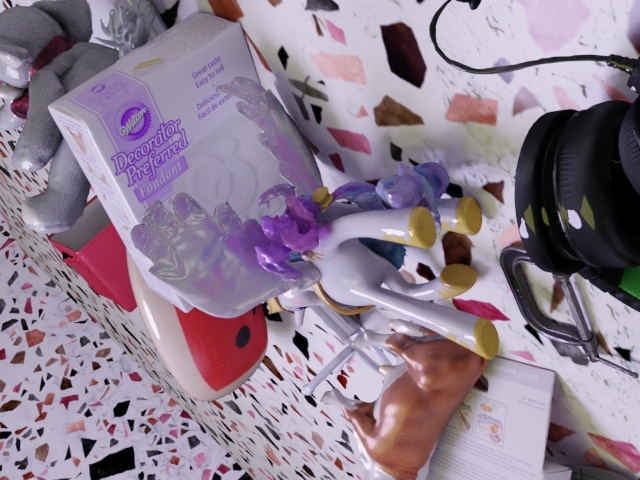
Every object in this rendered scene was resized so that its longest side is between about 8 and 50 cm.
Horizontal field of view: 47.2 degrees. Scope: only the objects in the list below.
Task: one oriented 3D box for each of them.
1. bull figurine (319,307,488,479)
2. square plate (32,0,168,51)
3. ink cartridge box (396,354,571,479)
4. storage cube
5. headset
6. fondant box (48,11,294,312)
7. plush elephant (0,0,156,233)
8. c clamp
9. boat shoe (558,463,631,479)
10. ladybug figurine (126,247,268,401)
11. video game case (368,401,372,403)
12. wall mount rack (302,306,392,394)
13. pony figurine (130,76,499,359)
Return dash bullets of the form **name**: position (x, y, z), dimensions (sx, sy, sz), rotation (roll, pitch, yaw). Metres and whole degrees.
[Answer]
- **bull figurine**: position (0.105, 0.233, 1.020), dimensions (0.188, 0.310, 0.101), rotation (33, -164, 14)
- **square plate**: position (-0.340, -0.350, 1.117), dimensions (0.344, 0.049, 0.347), rotation (3, 129, 58)
- **ink cartridge box**: position (0.211, 0.281, 1.030), dimensions (0.296, 0.066, 0.261), rotation (8, 90, 55)
- **storage cube**: position (-0.454, 0.016, 1.642), dimensions (0.183, 0.215, 0.193), rotation (15, 146, 49)
- **headset**: position (0.244, -0.078, 0.519), dimensions (0.394, 0.185, 0.243), rotation (37, 153, -12)
- **fondant box**: position (-0.174, -0.098, 0.986), dimensions (0.096, 0.238, 0.330), rotation (27, 148, 39)
- **plush elephant**: position (-0.371, -0.209, 1.016), dimensions (0.255, 0.272, 0.330), rotation (26, 121, 13)
- **c clamp**: position (0.262, 0.070, 0.792), dimensions (0.137, 0.022, 0.161), rotation (12, 139, 59)
- **boat shoe**: position (0.313, 0.387, 1.020), dimensions (0.103, 0.118, 0.320), rotation (17, 144, -35)
- **ladybug figurine**: position (-0.214, 0.106, 1.358), dimensions (0.305, 0.161, 0.449), rotation (-93, -13, -49)
- **video game case**: position (0.145, 0.367, 1.412), dimensions (0.087, 0.011, 0.122), rotation (8, 134, 55)
- **wall mount rack**: position (-0.035, 0.130, 1.242), dimensions (0.350, 0.130, 0.304), rotation (45, -173, 9)
- **pony figurine**: position (0.000, 0.000, 0.868), dimensions (0.363, 0.303, 0.351), rotation (-1, 137, 40)
